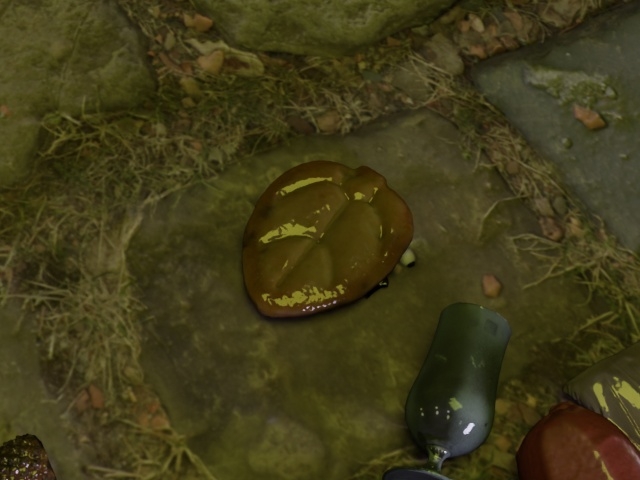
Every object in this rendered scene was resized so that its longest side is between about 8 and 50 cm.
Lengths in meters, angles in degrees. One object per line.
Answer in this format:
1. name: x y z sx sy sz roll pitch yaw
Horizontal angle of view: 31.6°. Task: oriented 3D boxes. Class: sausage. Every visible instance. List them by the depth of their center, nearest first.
1. sausage: 0.300 0.293 1.219 0.148 0.148 0.254 -13 66 -14

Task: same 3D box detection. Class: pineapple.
1. pineapple: -0.364 0.267 1.204 0.159 0.074 0.074 -25 64 -16

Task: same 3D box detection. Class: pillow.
1. pillow: 0.436 0.218 1.314 0.173 0.067 0.270 -34 64 -18

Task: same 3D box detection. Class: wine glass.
1. wine glass: 0.151 0.186 1.289 0.103 0.103 0.231 20 56 6

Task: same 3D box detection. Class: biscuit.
1. biscuit: 0.001 -0.003 1.423 0.203 0.041 0.260 33 59 13
